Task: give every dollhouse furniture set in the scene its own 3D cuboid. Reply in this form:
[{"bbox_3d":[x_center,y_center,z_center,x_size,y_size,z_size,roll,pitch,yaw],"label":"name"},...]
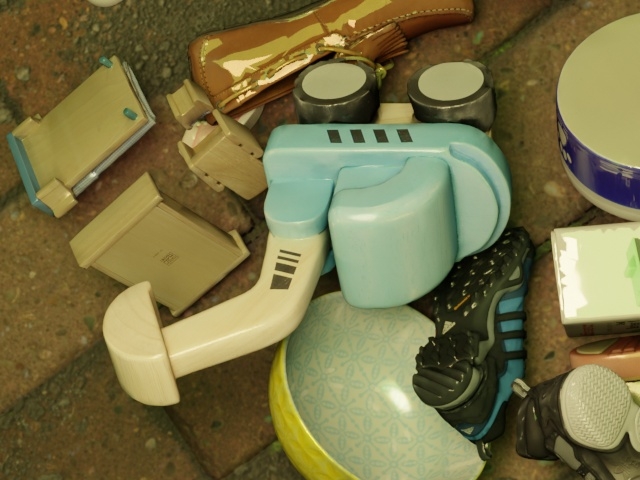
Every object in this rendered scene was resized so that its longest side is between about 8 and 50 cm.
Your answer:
[{"bbox_3d":[-0.219,-0.109,1.860,0.286,0.198,0.303,-40,53,12],"label":"dollhouse furniture set"}]

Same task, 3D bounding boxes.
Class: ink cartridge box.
[{"bbox_3d":[0.420,0.043,1.672,0.278,0.201,0.117,-5,80,11],"label":"ink cartridge box"}]

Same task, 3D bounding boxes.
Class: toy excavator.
[{"bbox_3d":[0.000,0.000,1.638,0.432,0.222,0.445,0,40,12],"label":"toy excavator"}]

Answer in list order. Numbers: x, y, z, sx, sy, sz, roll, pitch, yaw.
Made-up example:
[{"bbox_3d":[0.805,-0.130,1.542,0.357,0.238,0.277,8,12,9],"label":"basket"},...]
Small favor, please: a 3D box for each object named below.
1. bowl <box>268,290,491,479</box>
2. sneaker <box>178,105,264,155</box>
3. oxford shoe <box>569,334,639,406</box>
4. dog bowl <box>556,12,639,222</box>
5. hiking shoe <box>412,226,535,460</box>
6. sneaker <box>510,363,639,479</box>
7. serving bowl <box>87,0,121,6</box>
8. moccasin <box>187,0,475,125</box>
[{"bbox_3d":[0.048,0.222,1.720,0.289,0.289,0.156,53,134,15],"label":"bowl"},{"bbox_3d":[-0.139,-0.154,1.898,0.070,0.051,0.134,40,93,10],"label":"sneaker"},{"bbox_3d":[0.503,0.183,1.677,0.397,0.140,0.147,-4,96,20],"label":"oxford shoe"},{"bbox_3d":[0.420,-0.153,1.707,0.264,0.104,0.265,-7,52,10],"label":"dog bowl"},{"bbox_3d":[0.202,0.114,1.730,0.113,0.132,0.304,-9,39,38],"label":"hiking shoe"},{"bbox_3d":[0.326,0.255,1.645,0.101,0.153,0.269,-44,110,-29],"label":"sneaker"},{"bbox_3d":[-0.306,-0.373,1.986,0.083,0.027,0.083,-2,80,10],"label":"serving bowl"},{"bbox_3d":[0.020,-0.243,1.828,0.380,0.139,0.147,-17,81,-7],"label":"moccasin"}]
